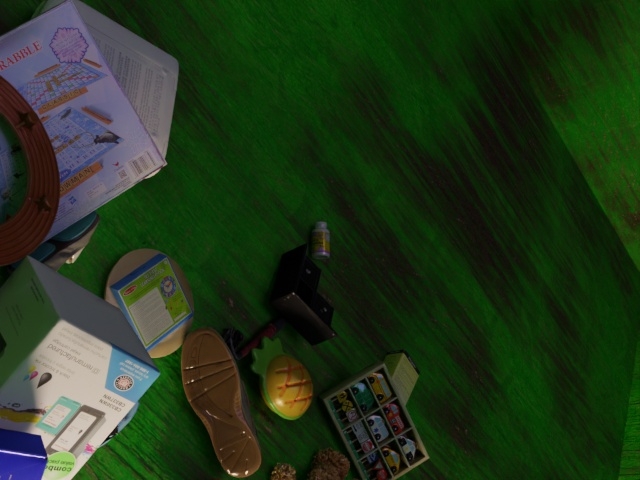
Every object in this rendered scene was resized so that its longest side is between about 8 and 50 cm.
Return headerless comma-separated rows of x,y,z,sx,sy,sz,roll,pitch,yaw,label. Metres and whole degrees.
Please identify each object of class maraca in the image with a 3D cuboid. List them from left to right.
-0.082,0.288,2.036,0.186,0.099,0.127,58,40,-14,maraca

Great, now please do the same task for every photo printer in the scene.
-0.410,-0.281,1.778,0.307,0.107,0.256,26,62,-45,photo printer

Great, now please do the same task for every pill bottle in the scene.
0.000,0.000,2.275,0.043,0.043,0.083,20,63,-48,pill bottle

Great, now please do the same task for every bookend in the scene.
-0.025,0.120,2.152,0.157,0.072,0.156,48,35,-27,bookend

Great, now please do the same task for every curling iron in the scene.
-0.118,0.184,2.072,0.274,0.035,0.068,-23,98,-53,curling iron

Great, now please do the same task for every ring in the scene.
-0.509,-0.124,1.419,0.336,0.032,0.336,33,47,-45,ring

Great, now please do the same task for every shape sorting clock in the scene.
-0.320,0.117,1.828,0.206,0.040,0.206,13,73,-49,shape sorting clock

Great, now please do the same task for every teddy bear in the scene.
0.000,0.561,2.025,0.338,0.113,0.245,-6,72,-53,teddy bear

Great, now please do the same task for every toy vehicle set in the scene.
0.124,0.428,2.235,0.166,0.035,0.267,-30,106,-14,toy vehicle set

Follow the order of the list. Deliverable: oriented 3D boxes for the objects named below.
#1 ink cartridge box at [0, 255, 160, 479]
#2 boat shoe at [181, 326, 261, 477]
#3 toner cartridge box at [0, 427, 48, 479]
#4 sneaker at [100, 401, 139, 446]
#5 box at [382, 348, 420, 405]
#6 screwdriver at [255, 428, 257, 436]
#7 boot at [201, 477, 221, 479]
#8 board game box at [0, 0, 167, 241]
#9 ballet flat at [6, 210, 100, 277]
-0.420,0.209,1.442,0.270,0.197,0.198,-50,130,2,ink cartridge box
-0.193,0.308,1.898,0.098,0.109,0.302,-124,-166,-82,boat shoe
-0.499,0.417,1.302,0.165,0.075,0.348,18,97,-26,toner cartridge box
-0.363,0.320,1.682,0.162,0.073,0.063,-42,112,-49,sneaker
0.165,0.374,2.362,0.087,0.058,0.232,56,41,-24,box
-0.169,0.327,1.981,0.025,0.024,0.170,-28,96,-23,screwdriver
-0.219,0.543,1.805,0.152,0.073,0.197,-1,82,-57,boot
-0.466,-0.179,1.598,0.318,0.066,0.318,-35,110,-22,board game box
-0.455,0.022,1.676,0.213,0.072,0.068,-48,144,-47,ballet flat
